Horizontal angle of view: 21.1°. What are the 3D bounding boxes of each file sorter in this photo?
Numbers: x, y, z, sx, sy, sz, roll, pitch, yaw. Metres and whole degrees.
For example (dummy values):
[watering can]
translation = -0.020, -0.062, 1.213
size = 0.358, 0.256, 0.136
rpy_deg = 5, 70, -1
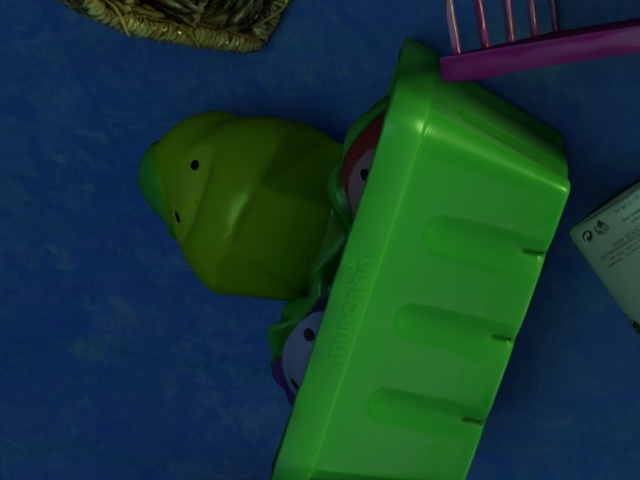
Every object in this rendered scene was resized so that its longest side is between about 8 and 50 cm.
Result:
[file sorter]
translation = 0.222, -0.236, 1.321
size = 0.202, 0.291, 0.182
rpy_deg = -6, 97, 25

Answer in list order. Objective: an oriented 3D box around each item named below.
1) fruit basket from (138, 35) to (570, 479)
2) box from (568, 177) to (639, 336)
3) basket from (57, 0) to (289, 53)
[fruit basket]
translation = 0.000, 0.000, 1.505
size = 0.392, 0.283, 0.392
rpy_deg = 2, 109, 5
[box]
translation = 0.333, 0.070, 1.445
size = 0.094, 0.113, 0.275
rpy_deg = -35, 86, 27
[basket]
translation = -0.126, -0.325, 1.489
size = 0.223, 0.213, 0.299
rpy_deg = 31, 113, 14
